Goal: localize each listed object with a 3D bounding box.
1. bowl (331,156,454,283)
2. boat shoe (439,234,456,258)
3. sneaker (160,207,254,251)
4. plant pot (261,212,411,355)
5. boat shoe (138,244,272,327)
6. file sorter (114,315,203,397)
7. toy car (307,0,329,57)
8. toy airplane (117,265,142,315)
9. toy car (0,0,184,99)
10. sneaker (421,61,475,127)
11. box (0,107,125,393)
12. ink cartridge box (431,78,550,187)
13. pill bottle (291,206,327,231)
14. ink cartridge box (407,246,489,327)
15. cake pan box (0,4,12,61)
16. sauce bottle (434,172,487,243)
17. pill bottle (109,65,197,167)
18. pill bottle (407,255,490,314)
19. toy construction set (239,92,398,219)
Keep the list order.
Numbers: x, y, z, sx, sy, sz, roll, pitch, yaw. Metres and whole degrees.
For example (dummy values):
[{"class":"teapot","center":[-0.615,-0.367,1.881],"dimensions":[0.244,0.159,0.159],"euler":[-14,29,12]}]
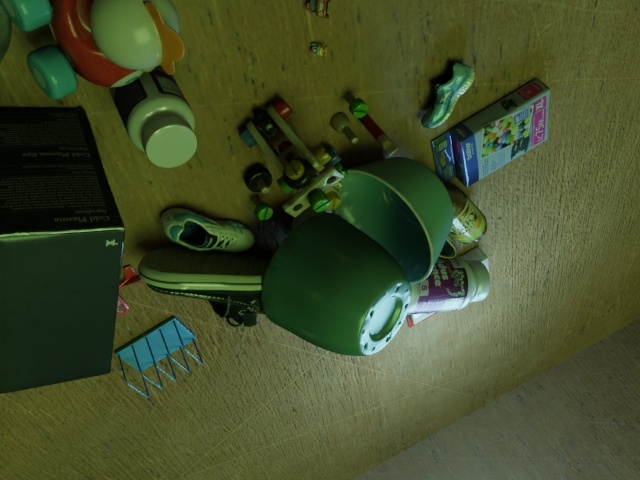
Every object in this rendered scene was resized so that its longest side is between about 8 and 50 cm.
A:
[{"class":"bowl","center":[0.183,-0.070,1.396],"dimensions":[0.163,0.312,0.311],"euler":[-39,147,-27]},{"class":"boat shoe","center":[0.284,-0.023,1.646],"dimensions":[0.285,0.089,0.104],"euler":[17,120,-45]},{"class":"sneaker","center":[-0.236,-0.007,1.299],"dimensions":[0.237,0.086,0.085],"euler":[15,120,-46]},{"class":"plant pot","center":[0.057,0.117,1.330],"dimensions":[0.293,0.235,0.293],"euler":[-32,137,-36]},{"class":"boat shoe","center":[-0.189,0.117,1.378],"dimensions":[0.500,0.187,0.156],"euler":[11,105,-48]},{"class":"file sorter","center":[-0.396,0.293,1.494],"dimensions":[0.170,0.104,0.118],"euler":[-31,143,-3]},{"class":"toy car","center":[-0.006,-0.382,1.082],"dimensions":[0.041,0.060,0.122],"euler":[7,128,1]},{"class":"toy airplane","center":[-0.450,0.107,1.315],"dimensions":[0.151,0.028,0.151],"euler":[-21,142,-17]},{"class":"toy car","center":[-0.261,-0.280,0.814],"dimensions":[0.219,0.238,0.210],"euler":[-37,147,-27]},{"class":"sneaker","center":[0.269,-0.329,1.344],"dimensions":[0.073,0.063,0.162],"euler":[20,115,-26]},{"class":"box","center":[-0.452,0.011,0.978],"dimensions":[0.179,0.312,0.343],"euler":[-7,135,-30]},{"class":"ink cartridge box","center":[0.437,-0.256,1.528],"dimensions":[0.311,0.065,0.185],"euler":[-29,143,-2]},{"class":"pill bottle","center":[0.000,0.000,1.465],"dimensions":[0.094,0.094,0.169],"euler":[-32,143,-1]},{"class":"ink cartridge box","center":[0.417,0.180,1.983],"dimensions":[0.296,0.066,0.261],"euler":[-29,141,-5]},{"class":"cake pan box","center":[-0.549,-0.301,0.771],"dimensions":[0.267,0.070,0.245],"euler":[1,133,-38]},{"class":"sauce bottle","center":[0.341,-0.084,1.586],"dimensions":[0.111,0.111,0.344],"euler":[-44,145,14]},{"class":"pill bottle","center":[-0.266,-0.206,0.970],"dimensions":[0.108,0.193,0.108],"euler":[-19,140,-17]},{"class":"pill bottle","center":[0.338,0.126,1.755],"dimensions":[0.302,0.169,0.169],"euler":[-3,133,-24]},{"class":"toy construction set","center":[0.013,-0.145,1.201],"dimensions":[0.309,0.237,0.257],"euler":[-26,142,-10]}]
